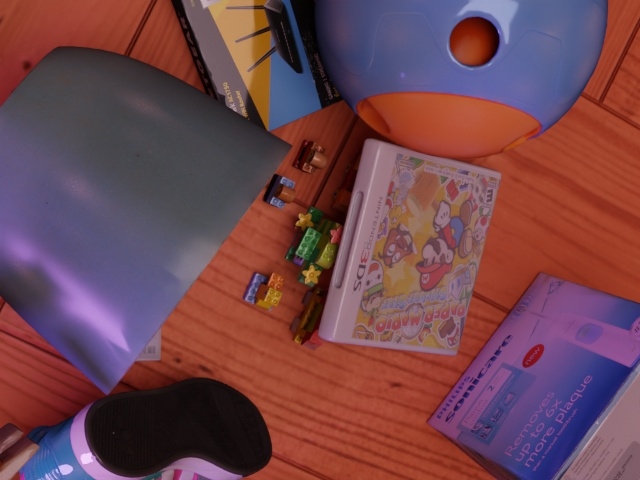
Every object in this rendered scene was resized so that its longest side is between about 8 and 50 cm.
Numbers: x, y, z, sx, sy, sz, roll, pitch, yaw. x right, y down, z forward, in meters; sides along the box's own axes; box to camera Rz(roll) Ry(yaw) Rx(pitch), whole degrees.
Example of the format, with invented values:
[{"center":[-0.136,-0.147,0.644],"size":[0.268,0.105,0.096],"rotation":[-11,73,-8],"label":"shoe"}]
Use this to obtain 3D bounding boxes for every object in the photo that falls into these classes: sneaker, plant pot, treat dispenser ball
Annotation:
[{"center":[-0.192,0.225,1.891],"size":[0.295,0.178,0.124],"rotation":[7,61,-55],"label":"sneaker"},{"center":[-0.206,-0.041,1.769],"size":[0.235,0.293,0.293],"rotation":[36,84,-3],"label":"plant pot"},{"center":[0.137,-0.224,1.855],"size":[0.288,0.288,0.288],"rotation":[-3,98,-20],"label":"treat dispenser ball"}]

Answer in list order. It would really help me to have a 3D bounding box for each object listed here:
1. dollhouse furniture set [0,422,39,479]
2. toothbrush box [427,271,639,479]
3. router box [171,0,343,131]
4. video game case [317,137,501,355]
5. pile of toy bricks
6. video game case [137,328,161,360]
[{"center":[-0.419,0.147,1.719],"size":[0.262,0.259,0.135],"rotation":[41,80,-20],"label":"dollhouse furniture set"},{"center":[0.271,0.169,1.957],"size":[0.126,0.295,0.216],"rotation":[40,84,-19],"label":"toothbrush box"},{"center":[-0.064,-0.203,1.914],"size":[0.133,0.046,0.179],"rotation":[-25,105,-15],"label":"router box"},{"center":[0.097,0.012,1.957],"size":[0.227,0.026,0.206],"rotation":[10,95,-52],"label":"video game case"},{"center":[0.000,0.000,1.934],"size":[0.118,0.105,0.212],"rotation":[25,88,-21],"label":"pile of toy bricks"},{"center":[-0.204,0.063,1.919],"size":[0.087,0.011,0.122],"rotation":[-1,98,-19],"label":"video game case"}]
